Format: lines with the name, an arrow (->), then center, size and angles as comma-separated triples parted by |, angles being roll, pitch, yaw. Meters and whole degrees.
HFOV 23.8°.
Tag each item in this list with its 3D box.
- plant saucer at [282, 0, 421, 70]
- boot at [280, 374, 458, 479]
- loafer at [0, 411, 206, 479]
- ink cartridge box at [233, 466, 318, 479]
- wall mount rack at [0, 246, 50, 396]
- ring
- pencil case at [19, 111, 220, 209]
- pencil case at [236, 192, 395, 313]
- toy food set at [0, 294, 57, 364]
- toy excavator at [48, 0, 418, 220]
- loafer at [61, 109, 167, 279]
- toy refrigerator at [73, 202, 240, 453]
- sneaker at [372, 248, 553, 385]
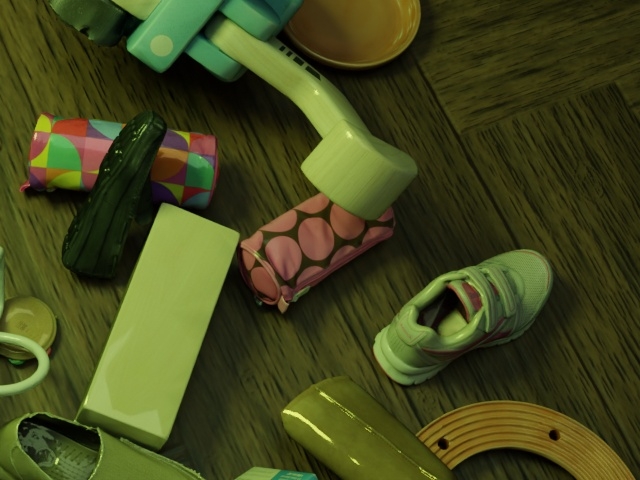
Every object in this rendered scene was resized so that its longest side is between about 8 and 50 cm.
plant saucer -> 0.034, -0.308, 2.019 | 0.200, 0.037, 0.200 | 5, 63, -9
boot -> 0.056, 0.268, 1.643 | 0.269, 0.089, 0.236 | 38, 23, 25
loafer -> -0.234, 0.263, 1.655 | 0.268, 0.092, 0.102 | 19, 62, -2
ink cartridge box -> -0.093, 0.366, 1.562 | 0.233, 0.171, 0.168 | -31, 98, -24
wall mount rack -> -0.468, 0.101, 1.595 | 0.350, 0.130, 0.304 | 6, 29, -2
ring -> 0.225, 0.347, 1.744 | 0.336, 0.032, 0.336 | 5, 64, -10
pencil case -> -0.239, -0.094, 1.828 | 0.236, 0.104, 0.104 | 7, 63, -6
pencil case -> 0.000, 0.000, 1.832 | 0.209, 0.095, 0.098 | -34, 66, -26
toy food set -> -0.345, 0.103, 1.750 | 0.082, 0.020, 0.083 | 23, 62, 0
toy excavator -> -0.088, -0.253, 1.837 | 0.445, 0.222, 0.433 | 33, 20, -21
loafer -> -0.227, -0.050, 1.759 | 0.078, 0.223, 0.076 | 21, 24, -21
toy refrigerator -> -0.188, 0.103, 1.745 | 0.102, 0.094, 0.269 | 22, 63, -9
sneaker -> 0.186, 0.081, 1.819 | 0.252, 0.111, 0.103 | -31, 74, -23
